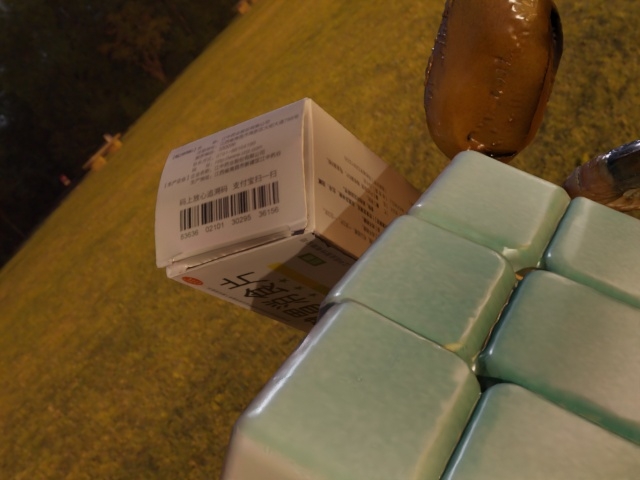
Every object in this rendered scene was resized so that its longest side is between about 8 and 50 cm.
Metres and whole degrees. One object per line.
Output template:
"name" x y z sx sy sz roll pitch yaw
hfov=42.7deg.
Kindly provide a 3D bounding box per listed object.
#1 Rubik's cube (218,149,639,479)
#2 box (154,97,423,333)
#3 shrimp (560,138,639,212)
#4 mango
"Rubik's cube" 0.130 0.186 0.479 0.316 0.322 0.318 -48 -22 -51
"box" -0.001 -0.001 0.871 0.173 0.333 0.145 -17 63 28
"shrimp" 0.449 -0.085 1.025 0.290 0.222 0.054 140 133 -62
"mango" 0.195 -0.202 0.960 0.156 0.248 0.151 -19 44 -17
